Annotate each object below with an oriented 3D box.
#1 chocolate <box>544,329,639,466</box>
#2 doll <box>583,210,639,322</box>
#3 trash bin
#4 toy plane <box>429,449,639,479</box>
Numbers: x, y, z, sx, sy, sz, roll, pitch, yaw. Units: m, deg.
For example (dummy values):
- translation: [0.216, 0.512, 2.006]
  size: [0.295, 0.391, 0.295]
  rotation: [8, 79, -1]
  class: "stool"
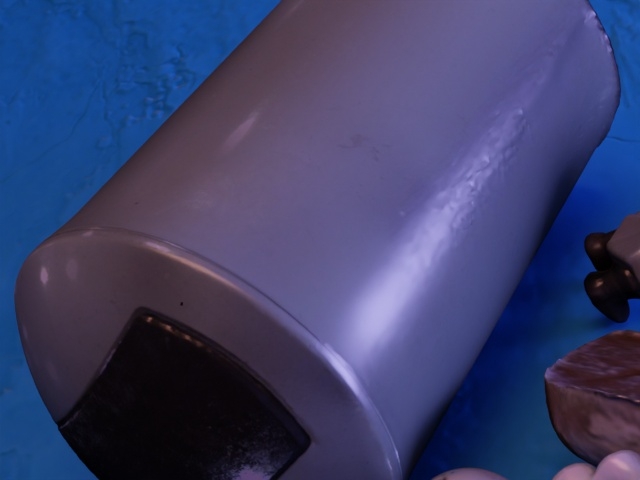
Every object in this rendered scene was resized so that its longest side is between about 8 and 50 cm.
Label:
- translation: [0.263, 0.124, 1.184]
  size: [0.254, 0.080, 0.157]
  rotation: [9, 13, 28]
  class: "chocolate"
- translation: [0.312, -0.020, 1.299]
  size: [0.258, 0.153, 0.195]
  rotation: [4, 65, 48]
  class: "doll"
- translation: [0.000, 0.000, 1.300]
  size: [0.280, 0.280, 0.432]
  rotation: [13, 50, 32]
  class: "trash bin"
- translation: [0.117, 0.237, 1.120]
  size: [0.267, 0.122, 0.267]
  rotation: [-22, 47, 25]
  class: "toy plane"
